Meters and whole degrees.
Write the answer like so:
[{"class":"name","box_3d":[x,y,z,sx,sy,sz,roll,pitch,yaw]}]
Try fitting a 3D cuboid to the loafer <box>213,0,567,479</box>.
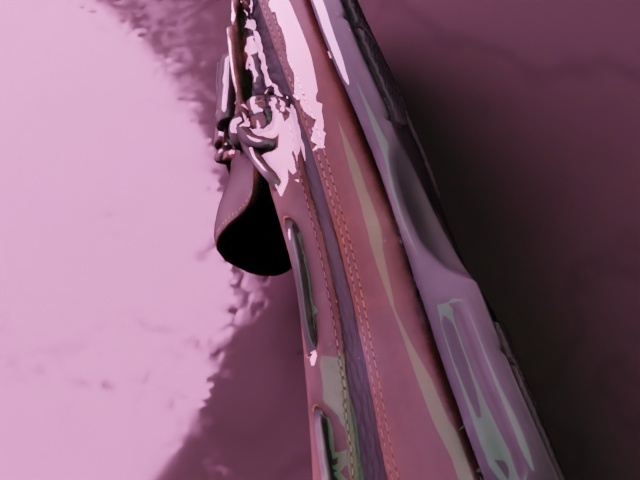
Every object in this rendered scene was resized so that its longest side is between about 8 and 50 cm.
[{"class":"loafer","box_3d":[0.000,0.000,0.565,0.084,0.096,0.268,-24,55,4]}]
